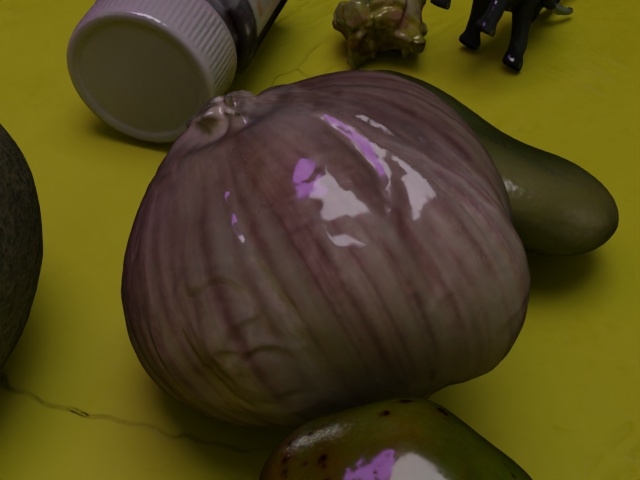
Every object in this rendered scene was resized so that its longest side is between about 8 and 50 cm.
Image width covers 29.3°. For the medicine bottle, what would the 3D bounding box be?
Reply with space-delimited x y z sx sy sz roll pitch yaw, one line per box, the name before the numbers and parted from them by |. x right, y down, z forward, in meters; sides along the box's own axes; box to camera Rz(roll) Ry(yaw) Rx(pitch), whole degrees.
medicine bottle | -0.132 -0.236 1.243 0.165 0.165 0.273 13 42 10

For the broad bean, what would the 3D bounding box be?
broad bean | 0.133 -0.053 1.087 0.263 0.121 0.189 28 10 7

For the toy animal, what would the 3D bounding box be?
toy animal | 0.209 -0.261 1.328 0.082 0.137 0.269 28 8 28

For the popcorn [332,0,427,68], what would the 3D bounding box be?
popcorn | 0.066 -0.236 1.322 0.097 0.089 0.109 -6 16 46

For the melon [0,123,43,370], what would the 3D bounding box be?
melon | -0.335 0.023 0.891 0.249 0.248 0.329 8 44 5

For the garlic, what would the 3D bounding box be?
garlic | 0.000 0.000 0.897 0.259 0.317 0.317 51 47 -13

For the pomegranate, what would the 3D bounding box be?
pomegranate | 0.047 0.178 0.783 0.198 0.198 0.246 6 39 2
